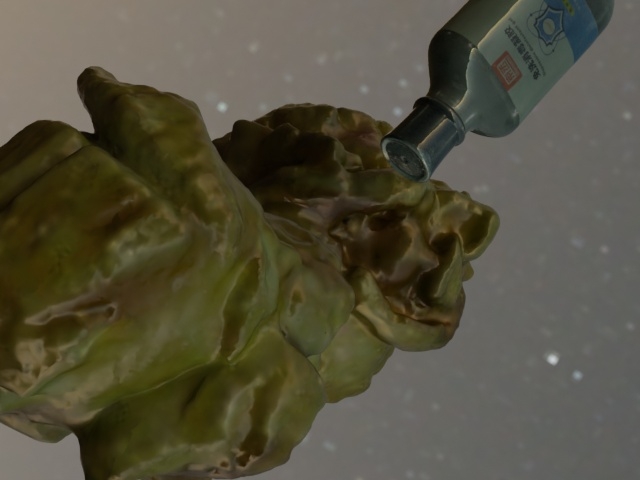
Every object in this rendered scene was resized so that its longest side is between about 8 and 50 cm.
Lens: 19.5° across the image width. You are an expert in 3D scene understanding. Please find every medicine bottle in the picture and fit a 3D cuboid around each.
[{"bbox_3d":[0.120,-0.123,1.274,0.208,0.090,0.054,-48,-150,-24],"label":"medicine bottle"}]

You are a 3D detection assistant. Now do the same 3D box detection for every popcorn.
[{"bbox_3d":[0.000,0.000,1.493,0.259,0.212,0.259,-31,-137,34],"label":"popcorn"},{"bbox_3d":[-0.124,0.039,1.179,0.225,0.276,0.276,-50,-160,-15],"label":"popcorn"}]
